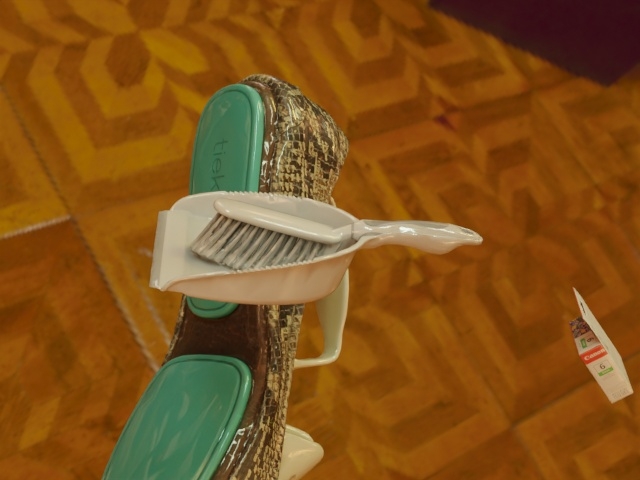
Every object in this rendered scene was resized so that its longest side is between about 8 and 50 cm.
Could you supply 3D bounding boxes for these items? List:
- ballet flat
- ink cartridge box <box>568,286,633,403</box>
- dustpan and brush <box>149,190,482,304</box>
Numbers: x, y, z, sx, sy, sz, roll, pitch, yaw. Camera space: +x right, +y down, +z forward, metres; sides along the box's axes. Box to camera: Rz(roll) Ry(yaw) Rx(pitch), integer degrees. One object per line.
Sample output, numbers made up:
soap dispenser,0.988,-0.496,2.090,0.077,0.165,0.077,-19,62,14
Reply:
ballet flat,-0.058,0.098,1.070,0.182,0.164,0.482,24,72,-39
ink cartridge box,0.288,0.111,1.303,0.115,0.029,0.063,52,18,-25
dustpan and brush,0.000,0.000,0.812,0.211,0.060,0.147,12,20,-9
